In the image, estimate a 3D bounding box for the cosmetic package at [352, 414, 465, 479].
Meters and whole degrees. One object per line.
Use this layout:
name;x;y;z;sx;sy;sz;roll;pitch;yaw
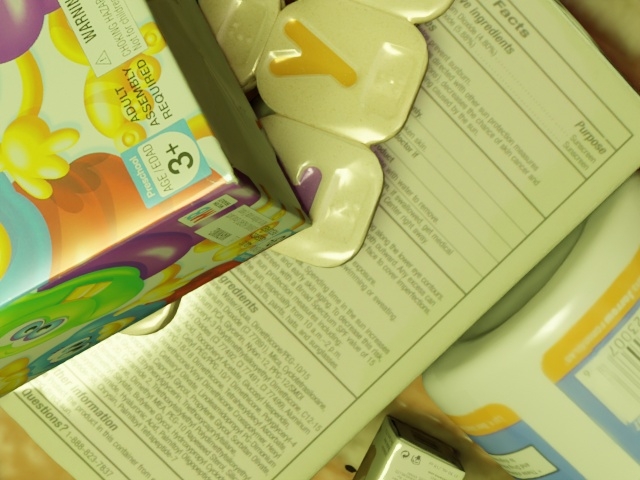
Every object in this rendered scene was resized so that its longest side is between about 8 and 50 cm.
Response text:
cosmetic package;0.028;0.153;0.889;0.041;0.060;0.115;27;93;-6

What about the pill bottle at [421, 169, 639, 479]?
pill bottle;0.194;0.105;0.851;0.272;0.152;0.152;43;92;-9

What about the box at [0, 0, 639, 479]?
box;0.000;0.000;0.834;0.311;0.121;0.148;-42;98;1

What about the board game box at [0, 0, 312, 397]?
board game box;-0.165;-0.007;0.690;0.275;0.144;0.142;-29;79;7

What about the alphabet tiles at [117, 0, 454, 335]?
alphabet tiles;-0.084;-0.109;0.771;0.278;0.021;0.284;20;88;12
